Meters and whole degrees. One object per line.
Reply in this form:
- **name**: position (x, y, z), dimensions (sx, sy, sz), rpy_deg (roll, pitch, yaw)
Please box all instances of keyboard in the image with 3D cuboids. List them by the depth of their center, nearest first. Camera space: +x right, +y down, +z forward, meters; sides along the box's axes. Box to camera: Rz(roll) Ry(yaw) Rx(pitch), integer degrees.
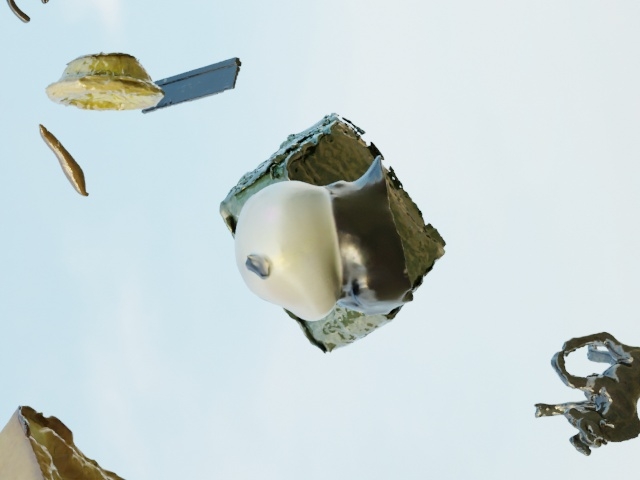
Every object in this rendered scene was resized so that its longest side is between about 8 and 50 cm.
- **keyboard**: position (-0.206, -0.244, 2.305), dimensions (0.018, 0.196, 0.060), rpy_deg (37, -128, -44)

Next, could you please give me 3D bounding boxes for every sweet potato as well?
- **sweet potato**: position (-0.340, -0.108, 1.933), dimensions (0.115, 0.026, 0.026), rpy_deg (57, -153, -10)

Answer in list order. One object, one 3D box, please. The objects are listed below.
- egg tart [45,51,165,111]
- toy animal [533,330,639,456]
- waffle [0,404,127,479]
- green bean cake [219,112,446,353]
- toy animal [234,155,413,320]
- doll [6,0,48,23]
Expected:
- **egg tart**: position (-0.333, -0.245, 2.253), dimensions (0.191, 0.191, 0.074), rpy_deg (13, -106, -67)
- **toy animal**: position (0.378, 0.192, 1.906), dimensions (0.233, 0.148, 0.084), rpy_deg (-40, -37, -35)
- **waffle**: position (-0.181, 0.340, 1.377), dimensions (0.304, 0.077, 0.348), rpy_deg (44, -170, -38)
- **green bean cake**: position (0.020, -0.018, 1.775), dimensions (0.241, 0.132, 0.255), rpy_deg (51, -148, -7)
- **toy animal**: position (0.000, 0.000, 1.475), dimensions (0.166, 0.179, 0.138), rpy_deg (-110, 17, -47)
- **doll**: position (-0.419, -0.368, 1.891), dimensions (0.139, 0.057, 0.165), rpy_deg (48, 171, 40)
